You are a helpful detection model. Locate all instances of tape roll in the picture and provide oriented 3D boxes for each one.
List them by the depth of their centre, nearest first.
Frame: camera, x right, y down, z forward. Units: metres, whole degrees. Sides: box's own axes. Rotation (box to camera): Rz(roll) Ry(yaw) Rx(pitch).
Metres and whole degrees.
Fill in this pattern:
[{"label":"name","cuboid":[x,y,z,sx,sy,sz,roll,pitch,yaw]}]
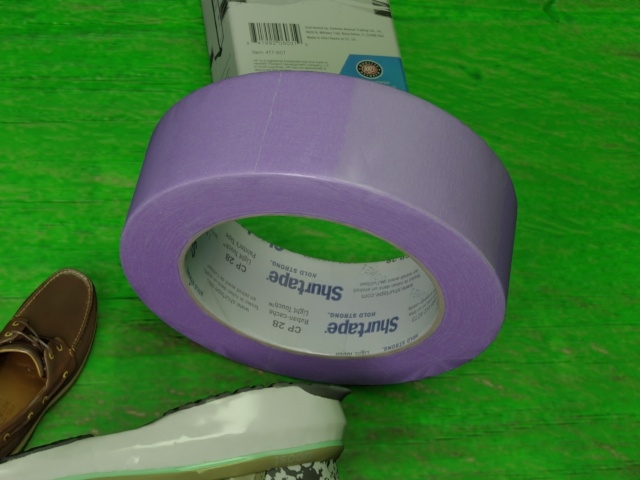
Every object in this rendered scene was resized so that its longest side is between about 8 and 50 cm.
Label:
[{"label":"tape roll","cuboid":[0.000,0.000,1.015,0.275,0.275,0.090,17,57,-7]}]

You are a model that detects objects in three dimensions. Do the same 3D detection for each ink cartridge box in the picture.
[{"label":"ink cartridge box","cuboid":[-0.019,-0.182,1.231,0.148,0.086,0.203,0,59,-17]}]

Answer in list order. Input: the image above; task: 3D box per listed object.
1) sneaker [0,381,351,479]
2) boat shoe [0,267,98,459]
[{"label":"sneaker","cuboid":[-0.142,0.222,0.928,0.410,0.158,0.182,-16,78,-20]},{"label":"boat shoe","cuboid":[-0.210,0.089,1.027,0.064,0.060,0.178,26,56,0]}]
